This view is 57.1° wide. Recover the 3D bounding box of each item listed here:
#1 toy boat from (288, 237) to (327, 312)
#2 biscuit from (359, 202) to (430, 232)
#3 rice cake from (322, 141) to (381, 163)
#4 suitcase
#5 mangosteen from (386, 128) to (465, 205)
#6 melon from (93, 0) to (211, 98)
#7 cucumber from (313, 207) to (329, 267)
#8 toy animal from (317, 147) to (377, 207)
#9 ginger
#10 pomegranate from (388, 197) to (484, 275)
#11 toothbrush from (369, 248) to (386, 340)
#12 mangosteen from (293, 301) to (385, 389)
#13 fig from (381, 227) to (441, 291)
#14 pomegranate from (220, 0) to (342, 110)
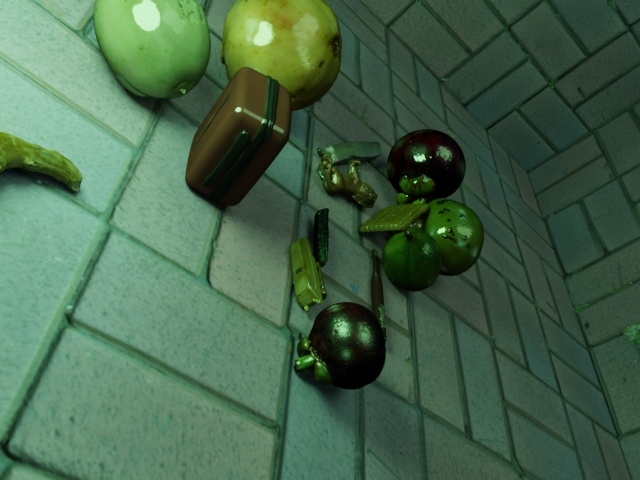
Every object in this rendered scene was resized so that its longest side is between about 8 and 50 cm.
[{"bbox_3d":[-0.034,0.088,1.576,0.088,0.068,0.226,30,36,-42],"label":"toy boat"},{"bbox_3d":[0.254,-0.082,2.005,0.254,0.172,0.029,-34,115,-55],"label":"biscuit"},{"bbox_3d":[0.120,-0.321,2.165,0.399,0.064,0.070,-18,85,-57],"label":"rice cake"},{"bbox_3d":[-0.203,-0.252,1.453,0.161,0.297,0.236,25,41,-26],"label":"suitcase"},{"bbox_3d":[0.409,-0.256,2.274,0.306,0.306,0.359,28,51,-36],"label":"mangosteen"},{"bbox_3d":[-0.406,-0.503,1.448,0.268,0.268,0.330,-12,77,-56],"label":"melon"},{"bbox_3d":[0.000,0.000,1.708,0.046,0.070,0.220,5,46,-2],"label":"cucumber"},{"bbox_3d":[0.087,-0.194,1.979,0.312,0.097,0.157,8,60,-48],"label":"toy animal"},{"bbox_3d":[-0.566,-0.146,1.076,0.131,0.086,0.294,46,20,30],"label":"ginger"},{"bbox_3d":[0.425,-0.037,2.108,0.323,0.291,0.290,38,35,-13],"label":"pomegranate"},{"bbox_3d":[0.173,0.159,1.804,0.041,0.041,0.364,34,36,-29],"label":"toothbrush"},{"bbox_3d":[0.050,0.252,1.419,0.216,0.216,0.216,34,37,-30],"label":"mangosteen"},{"bbox_3d":[0.303,0.036,1.886,0.203,0.235,0.203,2,58,-3],"label":"fig"},{"bbox_3d":[-0.133,-0.583,1.811,0.411,0.411,0.411,34,37,-30],"label":"pomegranate"}]
